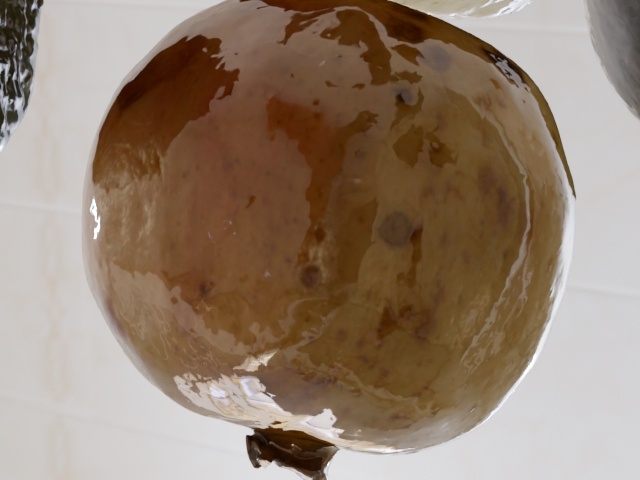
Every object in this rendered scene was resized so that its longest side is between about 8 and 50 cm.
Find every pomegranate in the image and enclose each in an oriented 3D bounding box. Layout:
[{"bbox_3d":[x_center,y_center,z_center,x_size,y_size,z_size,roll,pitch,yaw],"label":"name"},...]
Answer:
[{"bbox_3d":[0.000,0.000,0.851,0.215,0.215,0.215,-13,-73,-52],"label":"pomegranate"}]

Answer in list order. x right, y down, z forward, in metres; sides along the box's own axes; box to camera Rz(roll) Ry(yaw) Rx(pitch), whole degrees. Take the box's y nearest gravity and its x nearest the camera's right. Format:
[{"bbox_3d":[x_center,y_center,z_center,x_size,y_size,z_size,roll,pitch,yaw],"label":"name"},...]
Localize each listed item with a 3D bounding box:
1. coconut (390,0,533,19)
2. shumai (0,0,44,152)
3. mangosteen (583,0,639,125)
[{"bbox_3d":[0.063,-0.275,1.002,0.329,0.329,0.329,-13,-73,-52],"label":"coconut"},{"bbox_3d":[-0.203,-0.122,0.861,0.184,0.142,0.184,-5,-90,-73],"label":"shumai"},{"bbox_3d":[0.355,-0.243,1.447,0.382,0.382,0.435,51,-165,-45],"label":"mangosteen"}]
